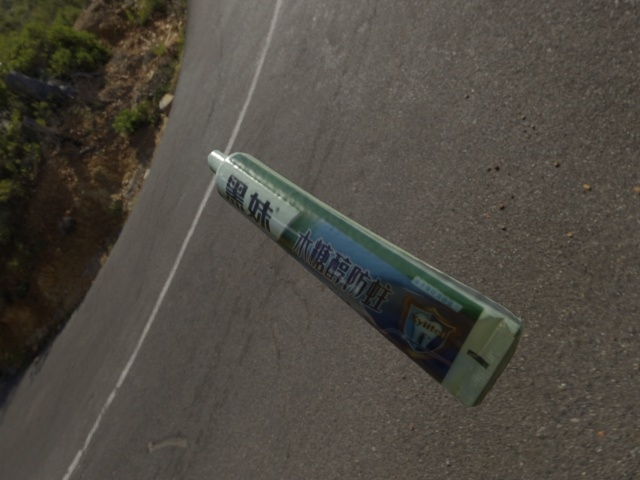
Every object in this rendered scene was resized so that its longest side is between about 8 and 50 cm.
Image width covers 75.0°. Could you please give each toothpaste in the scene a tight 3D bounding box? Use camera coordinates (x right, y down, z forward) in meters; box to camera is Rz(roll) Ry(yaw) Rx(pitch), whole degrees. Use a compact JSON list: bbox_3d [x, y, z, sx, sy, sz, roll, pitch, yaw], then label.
[{"bbox_3d":[0.000,0.000,0.412,0.392,0.061,0.099,37,131,32],"label":"toothpaste"}]
